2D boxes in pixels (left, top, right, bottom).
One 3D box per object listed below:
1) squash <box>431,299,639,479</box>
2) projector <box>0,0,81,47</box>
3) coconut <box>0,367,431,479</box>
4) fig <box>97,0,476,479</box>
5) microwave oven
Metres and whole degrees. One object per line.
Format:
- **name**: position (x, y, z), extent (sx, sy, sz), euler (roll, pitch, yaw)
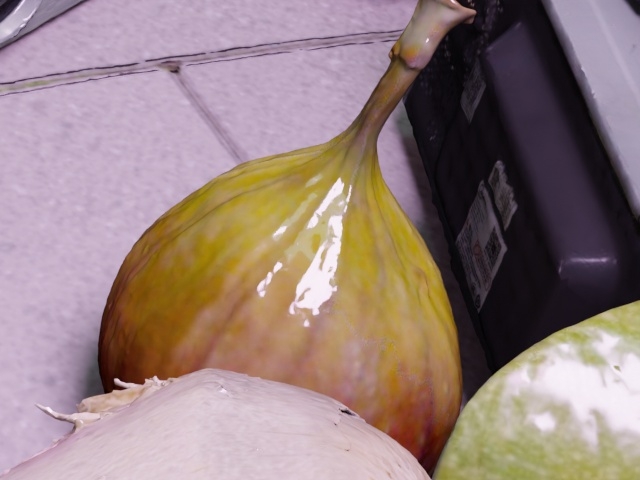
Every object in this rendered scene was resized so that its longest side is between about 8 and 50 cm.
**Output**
- **squash**: position (0.175, 0.112, 0.718), extent (0.261, 0.189, 0.189), euler (18, 39, 4)
- **projector**: position (-0.204, -0.209, 0.975), extent (0.198, 0.108, 0.250), euler (32, 39, 14)
- **coconut**: position (-0.054, 0.161, 0.547), extent (0.234, 0.224, 0.224), euler (-20, 44, 7)
- **fig**: position (0.000, 0.007, 0.753), extent (0.160, 0.230, 0.143), euler (21, -3, 9)
- **microwave oven**: position (0.181, -0.019, 0.868), extent (0.238, 0.181, 0.295), euler (4, 43, -17)
